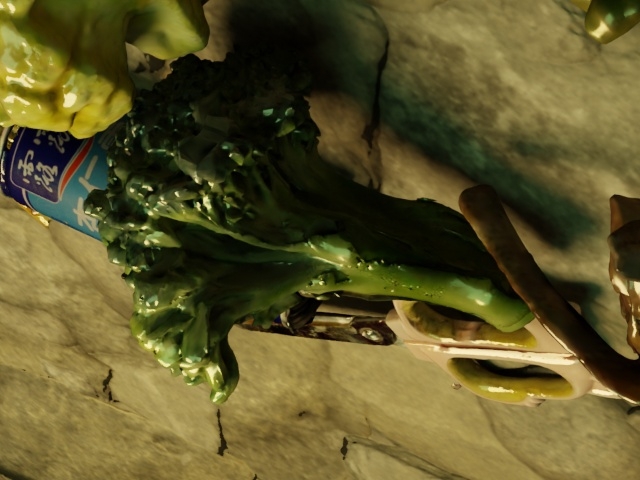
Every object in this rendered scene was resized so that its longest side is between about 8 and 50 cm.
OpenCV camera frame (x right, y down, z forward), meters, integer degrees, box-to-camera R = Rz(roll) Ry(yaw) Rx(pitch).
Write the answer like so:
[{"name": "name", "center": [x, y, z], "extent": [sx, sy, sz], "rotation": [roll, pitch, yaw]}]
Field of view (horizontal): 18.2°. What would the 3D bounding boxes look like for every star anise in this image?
[{"name": "star anise", "center": [0.234, 0.059, 1.092], "extent": [0.349, 0.109, 0.292], "rotation": [30, 172, 1]}]

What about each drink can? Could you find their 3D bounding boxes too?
[{"name": "drink can", "center": [-0.100, -0.027, 1.360], "extent": [0.235, 0.097, 0.097], "rotation": [25, 148, 18]}]

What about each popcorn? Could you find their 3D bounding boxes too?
[{"name": "popcorn", "center": [-0.170, -0.144, 1.169], "extent": [0.185, 0.187, 0.167], "rotation": [-2, 137, 40]}]

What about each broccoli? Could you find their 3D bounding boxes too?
[{"name": "broccoli", "center": [-0.014, 0.011, 1.207], "extent": [0.275, 0.198, 0.177], "rotation": [36, 155, 4]}]

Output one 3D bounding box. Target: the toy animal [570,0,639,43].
[{"name": "toy animal", "center": [0.070, -0.250, 0.798], "extent": [0.181, 0.180, 0.363], "rotation": [-40, 113, 21]}]

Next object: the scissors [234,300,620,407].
[{"name": "scissors", "center": [0.058, 0.066, 1.384], "extent": [0.317, 0.024, 0.160], "rotation": [3, 146, 38]}]

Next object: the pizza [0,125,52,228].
[{"name": "pizza", "center": [-0.218, -0.058, 1.497], "extent": [0.108, 0.026, 0.123], "rotation": [-7, 130, 45]}]
